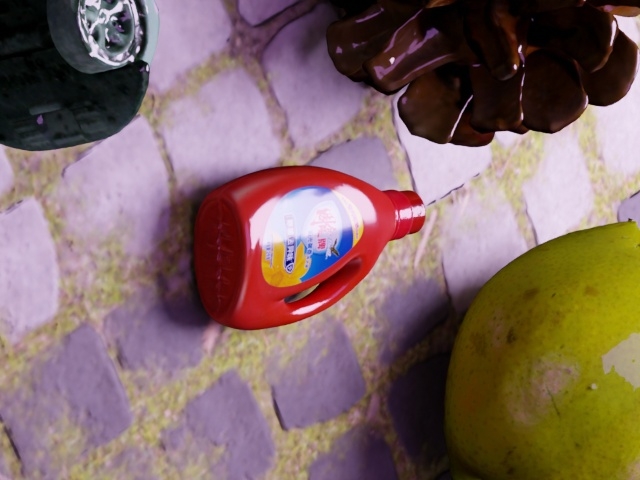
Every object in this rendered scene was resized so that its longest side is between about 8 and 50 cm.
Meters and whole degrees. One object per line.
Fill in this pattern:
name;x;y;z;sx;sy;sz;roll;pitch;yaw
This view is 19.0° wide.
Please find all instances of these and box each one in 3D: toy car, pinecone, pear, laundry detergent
toy car;-0.181;-0.186;0.929;0.306;0.136;0.125;58;38;-31
pinecone;0.111;-0.157;1.146;0.229;0.201;0.202;-37;95;1
pear;0.167;0.100;1.248;0.220;0.187;0.187;-43;124;-4
laundry detergent;0.000;0.000;1.164;0.165;0.049;0.097;-10;110;-41
